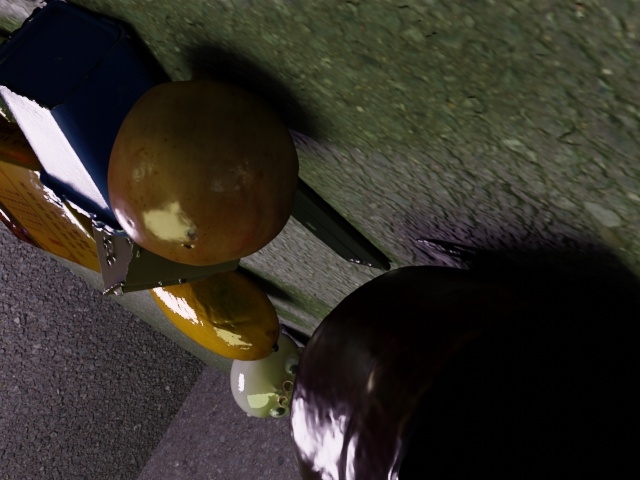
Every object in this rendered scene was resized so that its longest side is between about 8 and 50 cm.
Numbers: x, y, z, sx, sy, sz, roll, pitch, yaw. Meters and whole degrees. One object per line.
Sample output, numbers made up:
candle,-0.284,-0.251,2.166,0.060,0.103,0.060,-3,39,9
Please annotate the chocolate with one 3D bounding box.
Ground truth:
chocolate,0.149,0.180,0.948,0.383,0.383,0.331,40,180,-31

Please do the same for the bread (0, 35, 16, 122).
bread,-0.420,-0.220,1.194,0.094,0.083,0.157,43,167,2

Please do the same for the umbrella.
umbrella,0.148,0.015,0.944,0.149,0.022,0.022,16,122,47

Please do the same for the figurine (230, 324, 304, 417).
figurine,-0.001,0.328,2.072,0.394,0.226,0.274,17,-165,8

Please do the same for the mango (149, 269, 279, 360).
mango,-0.218,0.118,1.763,0.359,0.144,0.187,27,135,34

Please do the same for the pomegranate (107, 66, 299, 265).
pomegranate,-0.110,-0.068,0.867,0.191,0.191,0.191,29,166,8

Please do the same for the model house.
model house,-0.171,-0.044,1.172,0.181,0.176,0.248,-7,167,-41

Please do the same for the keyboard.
keyboard,0.008,-0.010,1.125,0.103,0.041,0.381,13,151,52

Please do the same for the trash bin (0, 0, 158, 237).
trash bin,-0.236,-0.126,0.979,0.184,0.162,0.234,29,159,24

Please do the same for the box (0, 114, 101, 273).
box,-0.461,-0.089,1.523,0.415,0.116,0.264,15,147,46
